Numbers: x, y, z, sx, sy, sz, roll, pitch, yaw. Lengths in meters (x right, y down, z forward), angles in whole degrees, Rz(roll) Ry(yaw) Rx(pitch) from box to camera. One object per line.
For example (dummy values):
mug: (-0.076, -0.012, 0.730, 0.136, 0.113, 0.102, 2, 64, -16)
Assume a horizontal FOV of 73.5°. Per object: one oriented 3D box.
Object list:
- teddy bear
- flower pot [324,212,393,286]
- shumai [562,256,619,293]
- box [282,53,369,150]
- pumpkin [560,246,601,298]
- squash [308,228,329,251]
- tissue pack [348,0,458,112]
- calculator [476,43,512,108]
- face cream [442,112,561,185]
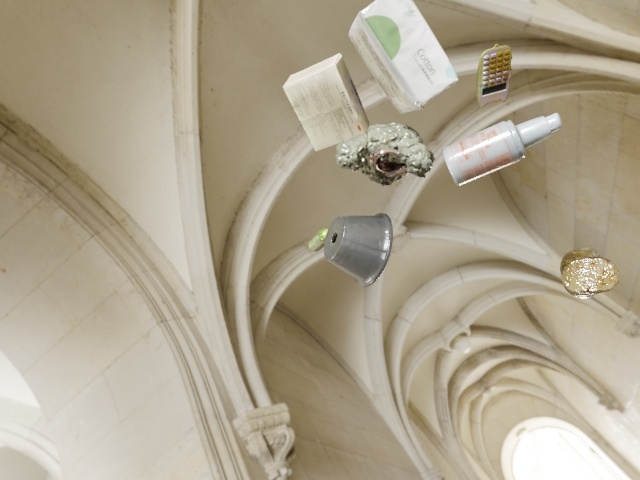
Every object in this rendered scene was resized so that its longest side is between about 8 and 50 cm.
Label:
teddy bear: (0.260, -0.300, 1.674, 0.367, 0.358, 0.224, 62, -143, -67)
flower pot: (0.115, 0.011, 1.466, 0.167, 0.269, 0.268, 19, -65, -18)
shumai: (0.822, 0.114, 1.297, 0.105, 0.122, 0.139, 28, -44, -35)
box: (0.021, -0.382, 1.205, 0.168, 0.095, 0.211, -13, -55, 26)
pumpkin: (1.092, 0.133, 1.766, 0.219, 0.163, 0.218, -1, -89, -44)
squash: (0.000, 0.000, 1.804, 0.066, 0.066, 0.229, -19, -8, -20)
tissue pack: (0.272, -0.621, 1.440, 0.194, 0.266, 0.356, -36, -78, 4)
calculator: (0.690, -0.657, 1.708, 0.157, 0.033, 0.236, -16, -54, -9)
face cream: (0.414, -0.217, 0.976, 0.252, 0.101, 0.101, -23, -38, 23)
